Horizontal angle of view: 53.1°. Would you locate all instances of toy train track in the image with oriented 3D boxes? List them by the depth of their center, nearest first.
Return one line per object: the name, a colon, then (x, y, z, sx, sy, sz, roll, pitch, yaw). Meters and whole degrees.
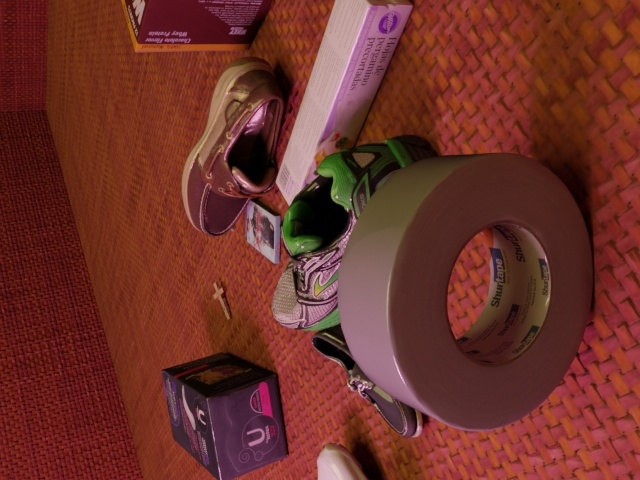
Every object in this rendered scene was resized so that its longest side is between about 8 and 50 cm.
toy train track: (-0.203, 0.126, 1.344, 0.048, 0.014, 0.083, -39, 71, 50)

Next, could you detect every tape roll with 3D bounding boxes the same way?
tape roll: (0.124, 0.039, 0.528, 0.072, 0.219, 0.219, 8, 106, 60)

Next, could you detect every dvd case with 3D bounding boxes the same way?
dvd case: (-0.102, -0.020, 1.118, 0.119, 0.013, 0.087, 36, 129, 53)

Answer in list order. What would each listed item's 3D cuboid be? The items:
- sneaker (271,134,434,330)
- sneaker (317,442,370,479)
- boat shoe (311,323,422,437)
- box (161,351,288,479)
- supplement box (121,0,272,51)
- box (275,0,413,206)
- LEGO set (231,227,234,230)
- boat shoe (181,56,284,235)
sneaker: (0.000, 0.000, 0.797, 0.134, 0.146, 0.343, 64, 144, 30)
sneaker: (0.019, 0.447, 0.912, 0.114, 0.152, 0.305, 1, 98, 63)
boat shoe: (0.056, 0.186, 0.850, 0.206, 0.065, 0.075, 50, 140, 43)
box: (-0.193, 0.333, 1.256, 0.270, 0.143, 0.165, 3, 103, 60)
supplement box: (-0.184, -0.395, 0.963, 0.194, 0.191, 0.129, -42, 62, 57)
box: (0.018, -0.169, 0.808, 0.067, 0.063, 0.324, 58, 144, 31)
LEGO set: (-0.184, -0.046, 1.244, 0.054, 0.023, 0.083, 45, 136, 46)
boat shoe: (-0.133, -0.119, 1.040, 0.123, 0.123, 0.342, 55, 134, 33)
